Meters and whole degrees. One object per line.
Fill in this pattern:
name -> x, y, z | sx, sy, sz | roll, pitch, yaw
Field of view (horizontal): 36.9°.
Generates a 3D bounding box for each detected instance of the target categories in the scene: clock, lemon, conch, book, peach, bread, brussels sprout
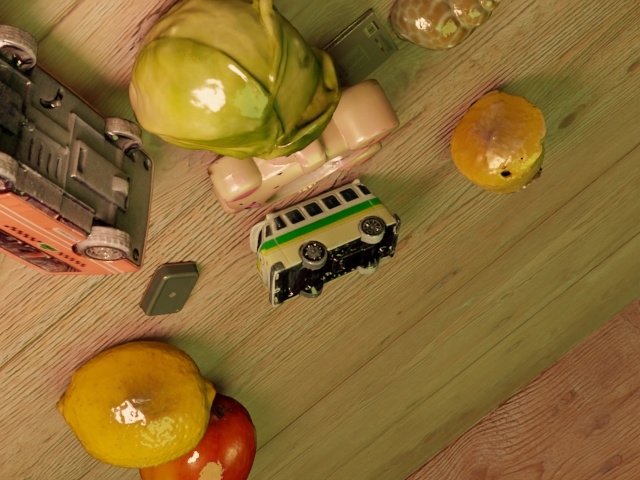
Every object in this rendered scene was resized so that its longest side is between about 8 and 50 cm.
clock -> -0.034, -0.145, 1.590 | 0.309, 0.114, 0.284 | -28, 179, -6
lemon -> -0.358, 0.325, 1.882 | 0.310, 0.253, 0.253 | -3, 139, -17
conch -> 0.206, -0.374, 1.604 | 0.173, 0.106, 0.116 | -8, 123, -14
book -> 0.042, -0.300, 1.629 | 0.181, 0.014, 0.127 | -39, 149, 7
peach -> -0.279, 0.476, 2.180 | 0.281, 0.238, 0.281 | -2, 108, -6
bread -> 0.363, -0.191, 1.920 | 0.197, 0.197, 0.170 | -41, 155, 10
brussels sprout -> -0.121, -0.232, 1.360 | 0.294, 0.227, 0.259 | 0, 158, 15

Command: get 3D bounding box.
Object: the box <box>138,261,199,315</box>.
box -> -0.288, 0.095, 1.838 | 0.091, 0.031, 0.126 | -3, 138, -41

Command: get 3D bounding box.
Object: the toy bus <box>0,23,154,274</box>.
toy bus -> -0.405, -0.104, 1.265 | 0.233, 0.203, 0.427 | -7, 156, 22

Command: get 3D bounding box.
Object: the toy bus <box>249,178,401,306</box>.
toy bus -> 0.000, 0.000, 1.854 | 0.276, 0.165, 0.133 | -21, 148, -20
